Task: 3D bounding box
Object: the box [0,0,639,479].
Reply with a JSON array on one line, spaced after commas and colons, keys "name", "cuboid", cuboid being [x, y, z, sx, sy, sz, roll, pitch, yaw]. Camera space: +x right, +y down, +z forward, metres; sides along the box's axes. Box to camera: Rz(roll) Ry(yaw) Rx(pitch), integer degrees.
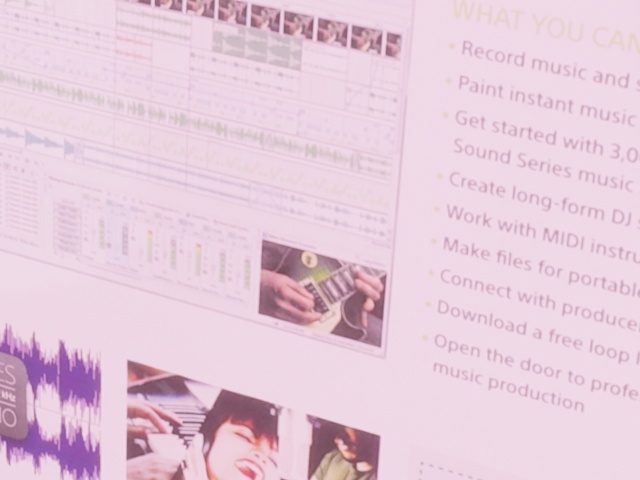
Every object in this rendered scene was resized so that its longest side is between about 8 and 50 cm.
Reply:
[{"name": "box", "cuboid": [0.000, 0.000, 0.427, 0.058, 0.232, 0.322, -39, -42, -55]}]
